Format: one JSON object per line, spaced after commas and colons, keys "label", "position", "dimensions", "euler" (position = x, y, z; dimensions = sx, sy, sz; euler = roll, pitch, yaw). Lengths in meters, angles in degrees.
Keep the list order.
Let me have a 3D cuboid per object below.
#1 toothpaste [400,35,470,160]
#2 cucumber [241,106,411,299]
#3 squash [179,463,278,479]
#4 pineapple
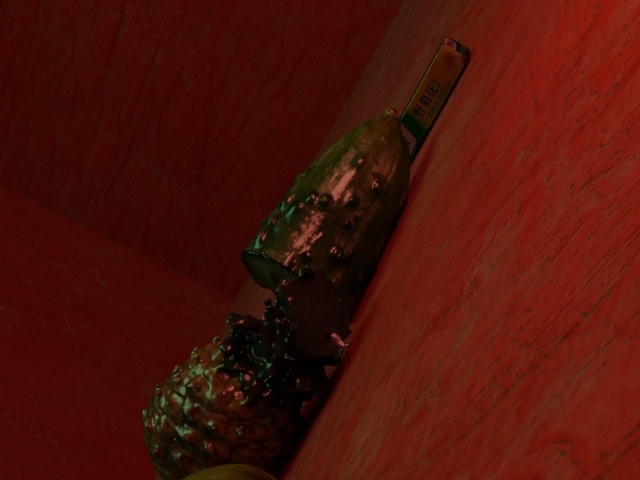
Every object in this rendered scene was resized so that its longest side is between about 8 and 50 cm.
{"label": "toothpaste", "position": [0.113, -0.145, 1.477], "dimensions": [0.178, 0.037, 0.043], "euler": [-61, 7, 26]}
{"label": "cucumber", "position": [0.024, -0.040, 1.369], "dimensions": [0.244, 0.134, 0.134], "euler": [-60, 4, -16]}
{"label": "squash", "position": [-0.097, 0.262, 0.994], "dimensions": [0.247, 0.132, 0.132], "euler": [-61, 5, 31]}
{"label": "pineapple", "position": [-0.057, 0.136, 1.290], "dimensions": [0.279, 0.158, 0.158], "euler": [-48, 12, 31]}
